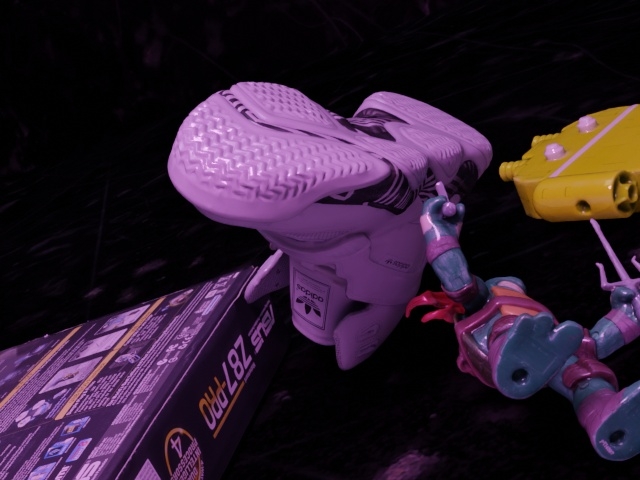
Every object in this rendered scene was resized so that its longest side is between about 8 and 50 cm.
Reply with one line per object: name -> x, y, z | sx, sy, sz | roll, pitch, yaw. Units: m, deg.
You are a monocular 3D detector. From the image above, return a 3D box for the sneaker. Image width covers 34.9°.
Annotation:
sneaker -> 0.000, 0.000, 0.783 | 0.137, 0.210, 0.366 | 33, 22, 23

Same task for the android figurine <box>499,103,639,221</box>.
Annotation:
android figurine -> 0.295, -0.085, 0.962 | 0.248, 0.056, 0.273 | -37, 22, -33

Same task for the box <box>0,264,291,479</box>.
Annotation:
box -> -0.221, 0.177, 0.826 | 0.318, 0.097, 0.395 | -18, 18, 19

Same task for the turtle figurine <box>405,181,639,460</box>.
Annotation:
turtle figurine -> 0.142, 0.050, 0.680 | 0.175, 0.118, 0.234 | 15, 17, -8
